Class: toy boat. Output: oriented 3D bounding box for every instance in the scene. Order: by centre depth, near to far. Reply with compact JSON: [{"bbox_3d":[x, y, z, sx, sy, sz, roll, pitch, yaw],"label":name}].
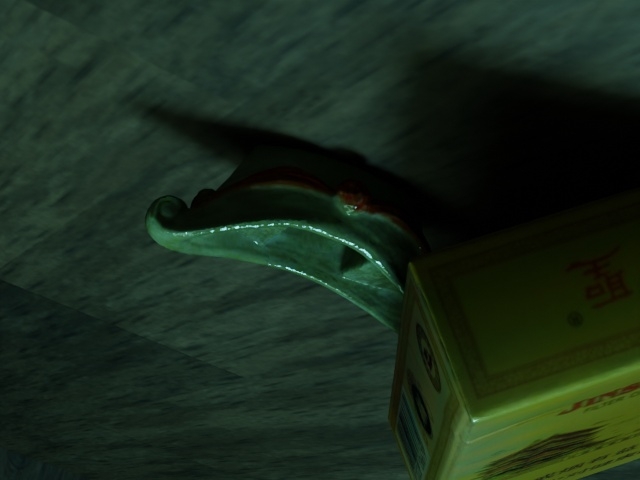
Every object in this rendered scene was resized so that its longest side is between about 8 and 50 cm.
[{"bbox_3d":[0.001,-0.001,0.669,0.185,0.071,0.089,22,160,-14],"label":"toy boat"}]

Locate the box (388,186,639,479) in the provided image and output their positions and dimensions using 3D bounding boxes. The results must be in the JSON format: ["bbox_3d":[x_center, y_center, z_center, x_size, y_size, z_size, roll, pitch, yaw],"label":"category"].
[{"bbox_3d":[0.129,0.061,0.618,0.174,0.076,0.274,-19,159,-6],"label":"box"}]
